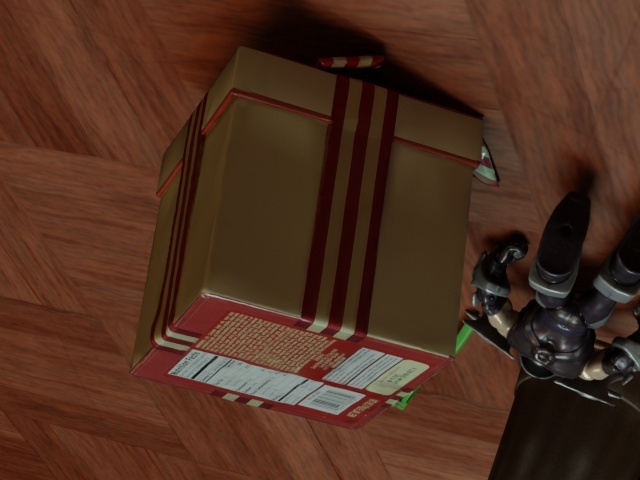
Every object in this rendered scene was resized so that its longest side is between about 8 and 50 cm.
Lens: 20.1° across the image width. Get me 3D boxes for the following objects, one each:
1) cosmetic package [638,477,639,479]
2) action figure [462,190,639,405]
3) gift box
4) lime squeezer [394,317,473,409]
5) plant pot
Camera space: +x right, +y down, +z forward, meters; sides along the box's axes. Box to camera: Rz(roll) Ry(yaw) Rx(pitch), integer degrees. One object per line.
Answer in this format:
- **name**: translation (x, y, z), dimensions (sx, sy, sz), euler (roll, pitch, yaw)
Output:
- **cosmetic package**: translation (0.285, 0.313, 1.819), dimensions (0.099, 0.239, 0.060), euler (12, 117, 24)
- **action figure**: translation (0.226, 0.055, 1.603), dimensions (0.185, 0.099, 0.285), euler (19, 155, 2)
- **gift box**: translation (0.000, 0.000, 1.551), dimensions (0.276, 0.258, 0.255), euler (17, 154, -21)
- **lime squeezer**: translation (0.074, 0.127, 1.906), dimensions (0.310, 0.059, 0.110), euler (-5, 107, 48)
- **plant pot**: translation (0.245, 0.207, 1.752), dimensions (0.167, 0.165, 0.167), euler (20, 150, 12)
